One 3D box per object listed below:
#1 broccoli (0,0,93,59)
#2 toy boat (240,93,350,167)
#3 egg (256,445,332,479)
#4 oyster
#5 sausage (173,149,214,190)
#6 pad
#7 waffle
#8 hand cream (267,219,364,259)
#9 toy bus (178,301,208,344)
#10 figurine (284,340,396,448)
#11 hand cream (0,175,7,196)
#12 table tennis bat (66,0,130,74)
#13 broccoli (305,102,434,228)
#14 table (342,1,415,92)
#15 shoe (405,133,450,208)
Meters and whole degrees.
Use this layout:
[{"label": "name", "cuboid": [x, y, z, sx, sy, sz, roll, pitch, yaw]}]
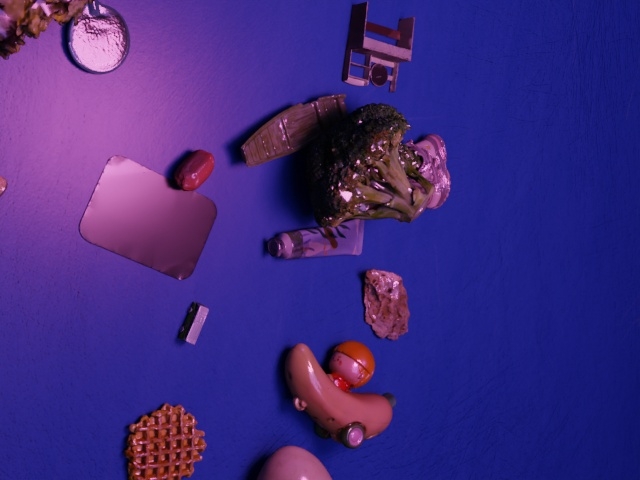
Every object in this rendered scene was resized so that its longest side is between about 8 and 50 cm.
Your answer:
[{"label": "broccoli", "cuboid": [-0.529, -0.462, 1.471, 0.324, 0.272, 0.334, -9, 115, 5]}, {"label": "toy boat", "cuboid": [-0.062, -0.236, 1.950, 0.293, 0.055, 0.093, -30, 115, -30]}, {"label": "egg", "cuboid": [-0.054, 0.571, 1.995, 0.189, 0.189, 0.253, -12, 101, -35]}, {"label": "oyster", "cuboid": [0.169, 0.150, 2.174, 0.133, 0.072, 0.209, -19, 110, -31]}, {"label": "sausage", "cuboid": [-0.250, -0.140, 1.818, 0.059, 0.054, 0.094, 38, 67, 7]}, {"label": "pad", "cuboid": [-0.334, -0.041, 1.807, 0.267, 0.004, 0.181, 28, 81, -36]}, {"label": "waffle", "cuboid": [-0.318, 0.428, 1.870, 0.191, 0.038, 0.191, -6, 100, -37]}, {"label": "hand cream", "cuboid": [0.000, 0.000, 2.036, 0.271, 0.058, 0.091, -7, 104, -41]}, {"label": "toy bus", "cuboid": [-0.259, 0.169, 1.874, 0.031, 0.037, 0.083, 29, 79, -37]}, {"label": "figurine", "cuboid": [0.049, 0.331, 2.080, 0.324, 0.124, 0.222, 47, 69, -28]}, {"label": "hand cream", "cuboid": [-0.615, -0.137, 1.543, 0.203, 0.084, 0.084, 40, 73, -41]}, {"label": "table tennis bat", "cuboid": [-0.415, -0.405, 1.675, 0.124, 0.033, 0.201, -23, 115, -34]}, {"label": "broccoli", "cuboid": [0.105, -0.150, 1.932, 0.275, 0.308, 0.307, 34, 71, 9]}, {"label": "table", "cuboid": [0.132, -0.431, 2.062, 0.146, 0.062, 0.175, 6, 91, -37]}, {"label": "shoe", "cuboid": [0.247, -0.161, 2.171, 0.092, 0.089, 0.180, -9, 100, -37]}]
